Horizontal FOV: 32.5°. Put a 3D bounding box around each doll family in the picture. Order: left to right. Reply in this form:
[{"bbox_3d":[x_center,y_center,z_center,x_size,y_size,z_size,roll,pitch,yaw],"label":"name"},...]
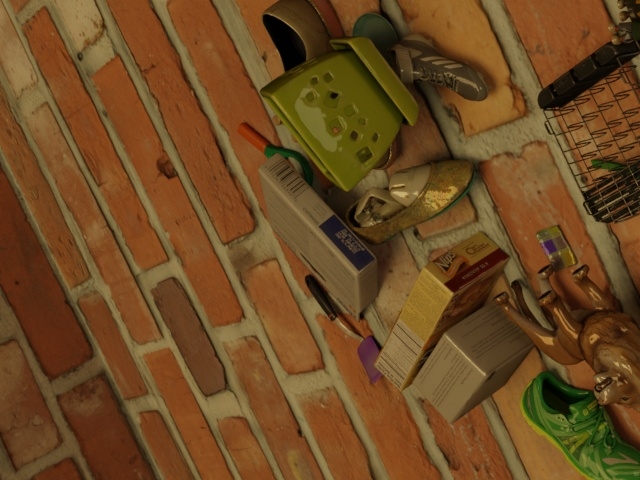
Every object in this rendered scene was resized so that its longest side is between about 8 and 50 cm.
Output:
[{"bbox_3d":[0.488,-0.387,1.653,0.111,0.076,0.193,-2,108,54],"label":"doll family"}]

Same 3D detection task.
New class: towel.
[{"bbox_3d":[0.432,0.016,2.014,0.060,0.009,0.083,-22,95,53],"label":"towel"}]

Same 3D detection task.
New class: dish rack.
[{"bbox_3d":[0.471,-0.171,1.768,0.208,0.074,0.272,-37,73,53],"label":"dish rack"}]

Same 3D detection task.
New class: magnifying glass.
[{"bbox_3d":[-0.103,-0.193,2.478,0.231,0.026,0.092,39,137,23],"label":"magnifying glass"}]

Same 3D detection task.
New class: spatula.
[{"bbox_3d":[0.054,0.195,2.533,0.296,0.030,0.084,50,140,14],"label":"spatula"}]

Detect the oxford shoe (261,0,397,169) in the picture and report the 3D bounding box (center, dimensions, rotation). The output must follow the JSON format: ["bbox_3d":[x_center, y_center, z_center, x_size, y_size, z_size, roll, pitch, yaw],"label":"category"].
[{"bbox_3d":[0.009,-0.301,2.182,0.140,0.146,0.397,-34,87,49],"label":"oxford shoe"}]

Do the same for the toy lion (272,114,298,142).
[{"bbox_3d":[-0.058,-0.276,2.371,0.100,0.034,0.096,44,131,21],"label":"toy lion"}]

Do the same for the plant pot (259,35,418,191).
[{"bbox_3d":[0.041,-0.248,2.019,0.227,0.207,0.228,50,179,-14],"label":"plant pot"}]

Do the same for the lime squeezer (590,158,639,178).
[{"bbox_3d":[0.566,-0.140,1.748,0.310,0.058,0.110,-35,54,53],"label":"lime squeezer"}]

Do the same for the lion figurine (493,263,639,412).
[{"bbox_3d":[0.458,0.169,1.937,0.240,0.142,0.392,52,178,-6],"label":"lion figurine"}]

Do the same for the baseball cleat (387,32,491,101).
[{"bbox_3d":[0.206,-0.298,1.994,0.206,0.109,0.072,40,151,32],"label":"baseball cleat"}]

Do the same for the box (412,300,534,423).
[{"bbox_3d":[0.305,0.235,2.155,0.119,0.182,0.181,47,140,20],"label":"box"}]

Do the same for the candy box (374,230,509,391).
[{"bbox_3d":[0.236,0.143,2.173,0.087,0.183,0.316,44,139,22],"label":"candy box"}]

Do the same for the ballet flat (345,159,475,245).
[{"bbox_3d":[0.160,-0.083,2.159,0.123,0.123,0.348,60,145,1],"label":"ballet flat"}]

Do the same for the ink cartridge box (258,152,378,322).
[{"bbox_3d":[0.000,0.000,2.404,0.324,0.071,0.330,47,169,17],"label":"ink cartridge box"}]

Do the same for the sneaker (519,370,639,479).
[{"bbox_3d":[0.501,0.358,2.069,0.295,0.109,0.124,36,140,29],"label":"sneaker"}]

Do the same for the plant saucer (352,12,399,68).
[{"bbox_3d":[0.112,-0.383,2.118,0.119,0.021,0.119,27,131,35],"label":"plant saucer"}]
